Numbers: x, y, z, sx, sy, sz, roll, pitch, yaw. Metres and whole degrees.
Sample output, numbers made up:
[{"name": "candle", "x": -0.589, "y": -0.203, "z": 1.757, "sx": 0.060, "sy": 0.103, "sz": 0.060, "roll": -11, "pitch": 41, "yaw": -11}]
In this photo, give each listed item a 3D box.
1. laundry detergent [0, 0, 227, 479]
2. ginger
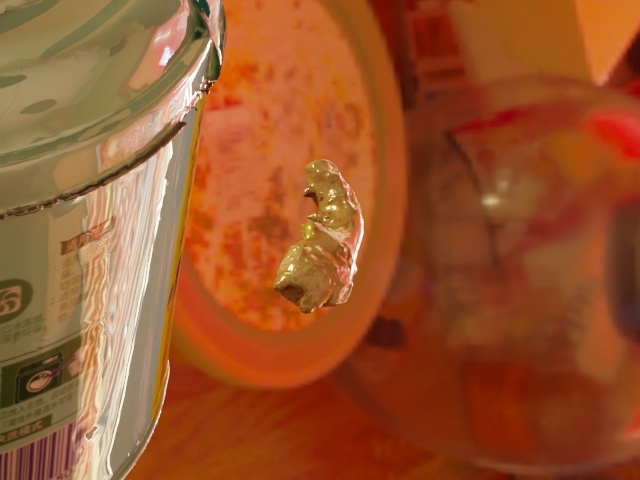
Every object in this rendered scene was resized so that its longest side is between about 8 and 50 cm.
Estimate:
[{"name": "laundry detergent", "x": -0.195, "y": -0.046, "z": 0.701, "sx": 0.287, "sy": 0.287, "sz": 0.305, "roll": -49, "pitch": 161, "yaw": -44}, {"name": "ginger", "x": 0.003, "y": 0.001, "z": 1.367, "sx": 0.069, "sy": 0.051, "sz": 0.173, "roll": 24, "pitch": 39, "yaw": -10}]
